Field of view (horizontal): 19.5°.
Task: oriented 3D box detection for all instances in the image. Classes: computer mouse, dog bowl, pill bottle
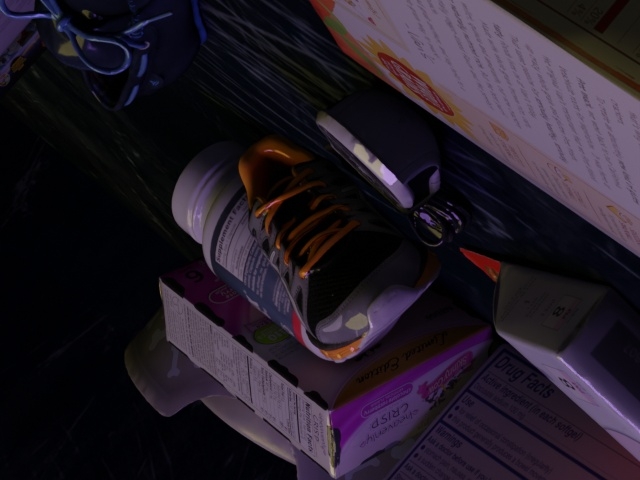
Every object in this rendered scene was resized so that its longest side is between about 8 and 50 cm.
[{"bbox_3d":[0.040,-0.047,1.003,0.106,0.042,0.193,45,180,5],"label":"computer mouse"},{"bbox_3d":[0.003,0.130,1.666,0.349,0.102,0.349,25,-167,-6],"label":"dog bowl"},{"bbox_3d":[-0.025,0.001,1.393,0.180,0.108,0.108,37,173,35],"label":"pill bottle"}]

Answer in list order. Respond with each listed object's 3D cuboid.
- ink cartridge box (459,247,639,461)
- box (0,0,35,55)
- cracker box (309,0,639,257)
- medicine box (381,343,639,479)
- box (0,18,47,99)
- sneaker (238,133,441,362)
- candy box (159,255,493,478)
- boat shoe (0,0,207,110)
[{"bbox_3d":[0.173,0.092,1.115,0.189,0.066,0.232,42,169,-16],"label":"ink cartridge box"},{"bbox_3d":[-0.267,-0.205,1.419,0.101,0.102,0.087,39,175,7],"label":"box"},{"bbox_3d":[0.084,-0.057,0.547,0.232,0.067,0.156,38,174,28],"label":"cracker box"},{"bbox_3d":[0.149,0.258,1.310,0.149,0.289,0.263,48,171,-35],"label":"medicine box"},{"bbox_3d":[-0.304,-0.173,1.686,0.094,0.137,0.027,37,172,35],"label":"box"},{"bbox_3d":[0.000,0.000,1.056,0.083,0.084,0.215,49,179,-22],"label":"sneaker"},{"bbox_3d":[0.002,0.073,1.462,0.233,0.159,0.071,34,140,42],"label":"candy box"},{"bbox_3d":[-0.126,-0.136,1.127,0.109,0.089,0.258,38,173,20],"label":"boat shoe"}]
